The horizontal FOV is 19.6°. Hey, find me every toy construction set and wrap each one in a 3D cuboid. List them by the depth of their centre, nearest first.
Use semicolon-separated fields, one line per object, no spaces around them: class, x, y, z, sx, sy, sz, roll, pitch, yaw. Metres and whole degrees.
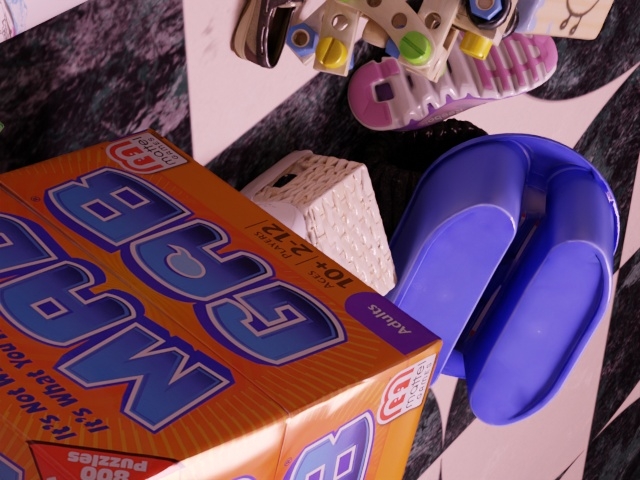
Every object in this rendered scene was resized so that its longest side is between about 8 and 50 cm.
toy construction set;0.108;-0.297;1.837;0.151;0.215;0.328;-25;136;-68

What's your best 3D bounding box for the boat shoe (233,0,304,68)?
boat shoe;-0.038;-0.239;1.802;0.056;0.049;0.152;-20;134;-52

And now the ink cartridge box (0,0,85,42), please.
ink cartridge box;-0.274;-0.232;1.248;0.232;0.171;0.168;-34;145;-40

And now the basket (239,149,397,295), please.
basket;0.000;0.000;2.002;0.113;0.103;0.167;-38;122;-37

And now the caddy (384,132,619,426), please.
caddy;0.197;0.041;2.106;0.179;0.241;0.341;-81;-165;-57

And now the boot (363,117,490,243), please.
boot;0.165;-0.045;2.282;0.348;0.131;0.260;-30;142;-45

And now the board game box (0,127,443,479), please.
board game box;-0.180;0.180;1.508;0.356;0.356;0.356;-22;136;-43

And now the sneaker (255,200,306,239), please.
sneaker;-0.126;0.004;1.818;0.297;0.111;0.129;-19;126;-41

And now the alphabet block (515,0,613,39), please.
alphabet block;0.217;-0.337;1.991;0.197;0.193;0.192;-9;126;-58

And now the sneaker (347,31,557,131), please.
sneaker;0.149;-0.180;2.079;0.236;0.095;0.104;-17;167;5

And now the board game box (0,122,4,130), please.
board game box;-0.394;-0.008;1.420;0.317;0.046;0.213;-56;155;-7
